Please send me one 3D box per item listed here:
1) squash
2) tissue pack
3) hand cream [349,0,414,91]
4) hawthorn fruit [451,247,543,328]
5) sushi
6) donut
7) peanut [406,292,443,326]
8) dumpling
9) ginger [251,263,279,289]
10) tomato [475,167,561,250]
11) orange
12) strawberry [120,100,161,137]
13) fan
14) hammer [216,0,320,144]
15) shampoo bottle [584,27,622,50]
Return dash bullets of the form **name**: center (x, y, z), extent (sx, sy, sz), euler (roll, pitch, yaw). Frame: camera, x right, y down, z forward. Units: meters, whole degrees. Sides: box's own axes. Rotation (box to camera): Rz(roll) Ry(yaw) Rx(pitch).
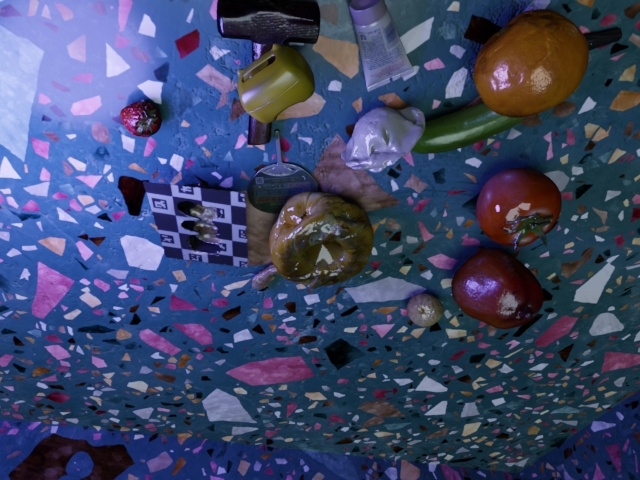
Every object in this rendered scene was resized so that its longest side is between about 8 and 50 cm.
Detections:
- **squash**: center (0.427, -0.329, 1.372), extent (0.395, 0.107, 0.107), euler (-18, 131, 9)
- **tissue pack**: center (-0.113, -0.376, 1.153), extent (0.178, 0.123, 0.127), euler (-26, 142, 24)
- **hand cream**: center (0.152, -0.499, 1.220), extent (0.133, 0.083, 0.248), euler (-17, 142, 11)
- **hawthorn fruit**: center (0.636, 0.176, 1.730), extent (0.311, 0.295, 0.295), euler (25, 140, 30)
- **sushi**: center (-0.367, -0.075, 1.536), extent (0.297, 0.099, 0.373), euler (7, 142, 0)
- **donut**: center (0.000, 0.000, 1.579), extent (0.361, 0.170, 0.360), euler (-7, 137, -7)
- **peanut**: center (0.412, 0.275, 1.905), extent (0.159, 0.109, 0.140), euler (34, 107, -35)
- **dumpling**: center (0.174, -0.275, 1.334), extent (0.258, 0.193, 0.147), euler (-29, 133, 15)
- **ginger**: center (-0.182, 0.125, 1.752), extent (0.174, 0.051, 0.069), euler (-28, 132, 21)
- **tomato**: center (0.616, -0.103, 1.511), extent (0.256, 0.224, 0.255), euler (-6, 132, -6)
- **orange**: center (0.514, -0.428, 1.192), extent (0.261, 0.261, 0.261), euler (-3, 132, -3)
- **strawberry**: center (-0.483, -0.329, 1.294), extent (0.106, 0.106, 0.106), euler (-3, 132, -3)
- **fan**: center (-0.144, -0.184, 1.506), extent (0.223, 0.012, 0.294), euler (-25, 129, 18)
- **hammer**: center (-0.144, -0.415, 1.249), extent (0.243, 0.095, 0.408), euler (3, 133, -9)
- **shampoo bottle**: center (0.721, -0.527, 1.275), extent (0.137, 0.027, 0.048), euler (-13, 130, 6)
